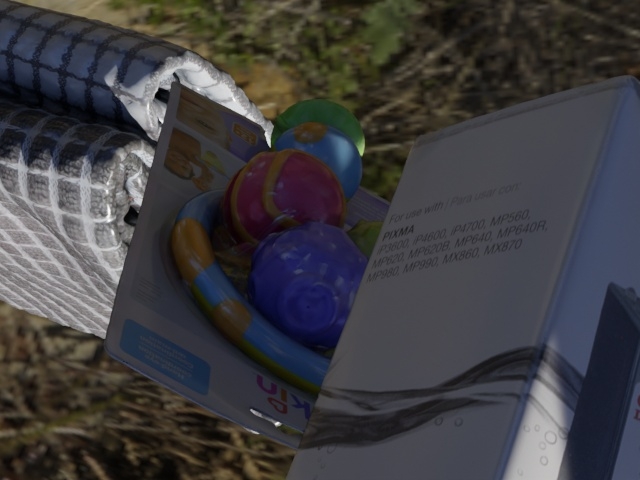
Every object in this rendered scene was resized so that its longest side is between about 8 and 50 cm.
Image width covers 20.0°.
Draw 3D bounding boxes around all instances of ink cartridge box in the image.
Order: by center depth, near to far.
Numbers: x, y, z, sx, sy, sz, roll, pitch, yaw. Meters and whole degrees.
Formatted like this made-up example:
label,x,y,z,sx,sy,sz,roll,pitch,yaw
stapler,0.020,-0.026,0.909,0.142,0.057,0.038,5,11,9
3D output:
label,x,y,z,sx,sy,sz,roll,pitch,yaw
ink cartridge box,0.073,0.091,0.481,0.158,0.092,0.218,36,59,-27

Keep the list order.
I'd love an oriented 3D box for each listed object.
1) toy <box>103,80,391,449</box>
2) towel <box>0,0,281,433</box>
label,x,y,z,sx,sy,sz,roll,pitch,yaw
toy,0.000,0.000,0.702,0.137,0.237,0.056,29,111,-13
towel,-0.129,-0.017,0.994,0.121,0.235,0.284,-64,148,-18
